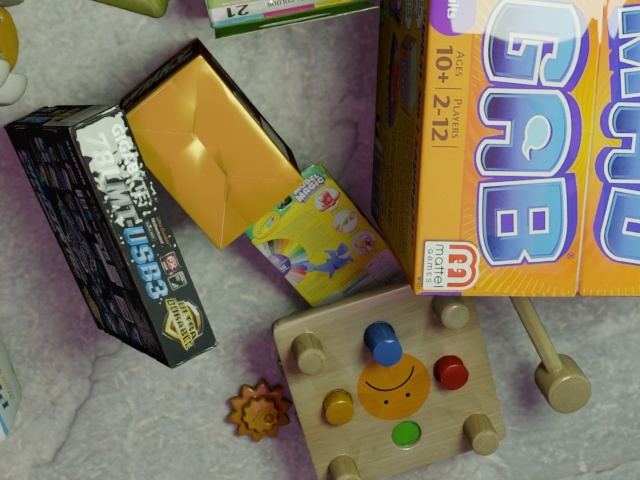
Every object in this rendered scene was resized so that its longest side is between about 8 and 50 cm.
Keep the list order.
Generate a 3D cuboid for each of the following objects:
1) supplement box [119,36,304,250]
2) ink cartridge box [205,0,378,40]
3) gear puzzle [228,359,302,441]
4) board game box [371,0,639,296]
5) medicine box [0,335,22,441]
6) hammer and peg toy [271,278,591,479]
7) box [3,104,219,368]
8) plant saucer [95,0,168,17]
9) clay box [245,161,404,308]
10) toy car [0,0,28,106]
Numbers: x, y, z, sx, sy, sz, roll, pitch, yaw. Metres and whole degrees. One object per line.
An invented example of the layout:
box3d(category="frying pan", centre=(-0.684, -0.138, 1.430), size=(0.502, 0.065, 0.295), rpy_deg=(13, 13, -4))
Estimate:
box3d(category="supplement box", centre=(-0.134, -0.121, 1.585), size=(0.129, 0.194, 0.191), rpy_deg=(-39, 105, 5))
box3d(category="ink cartridge box", centre=(-0.042, -0.302, 1.514), size=(0.188, 0.255, 0.097), rpy_deg=(-11, 106, -3))
box3d(category="gear puzzle", centre=(0.036, 0.181, 1.760), size=(0.339, 0.044, 0.175), rpy_deg=(-18, 106, 0))
box3d(category="board game box", centre=(0.262, -0.155, 1.528), size=(0.356, 0.356, 0.357), rpy_deg=(1, 105, -5))
box3d(category="medicine box", centre=(-0.556, 0.147, 1.643), size=(0.289, 0.149, 0.263), rpy_deg=(-17, 106, -1))
box3d(category="hammer and peg toy", centre=(0.139, 0.156, 1.674), size=(0.361, 0.127, 0.266), rpy_deg=(-18, 112, -2))
box3d(category="box", centre=(-0.250, -0.013, 1.555), size=(0.073, 0.293, 0.295), rpy_deg=(-27, 106, -20))
box3d(category="plant saucer", centre=(-0.256, -0.377, 1.584), size=(0.188, 0.045, 0.188), rpy_deg=(14, 104, -9))
box3d(category="clay box", centre=(0.000, 0.000, 1.667), size=(0.127, 0.053, 0.222), rpy_deg=(-37, 125, 5))
box3d(category="toy car", centre=(-0.420, -0.241, 1.540), size=(0.136, 0.182, 0.159), rpy_deg=(-2, 87, 2))
